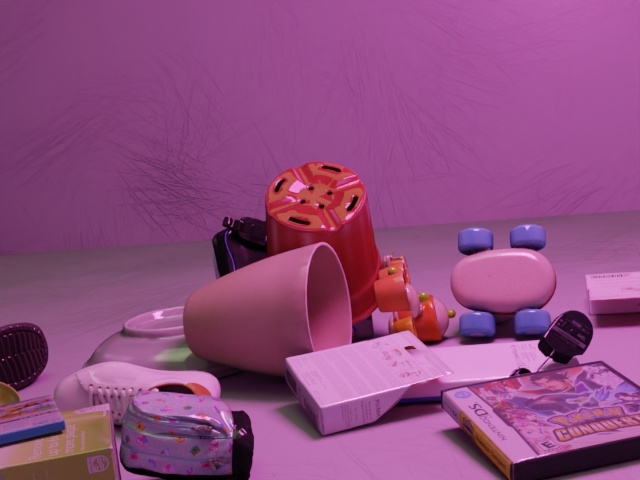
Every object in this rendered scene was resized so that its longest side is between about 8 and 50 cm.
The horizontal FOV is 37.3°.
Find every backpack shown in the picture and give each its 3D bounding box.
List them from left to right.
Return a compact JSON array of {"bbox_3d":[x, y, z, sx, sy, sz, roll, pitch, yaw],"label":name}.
[{"bbox_3d":[-0.188,0.275,1.325,0.182,0.115,0.152,7,0,-9],"label":"backpack"},{"bbox_3d":[-0.123,0.077,2.309,0.263,0.276,0.213,-7,-5,-28],"label":"backpack"}]

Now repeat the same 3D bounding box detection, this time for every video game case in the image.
[{"bbox_3d":[-0.417,0.246,1.291,0.119,0.015,0.166,-10,7,-21],"label":"video game case"},{"bbox_3d":[0.343,0.249,1.347,0.275,0.035,0.248,-8,16,-13],"label":"video game case"}]

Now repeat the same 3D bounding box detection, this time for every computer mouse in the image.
[{"bbox_3d":[0.365,0.198,1.527,0.071,0.041,0.242,37,57,19],"label":"computer mouse"}]

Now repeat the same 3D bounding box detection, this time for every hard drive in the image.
[{"bbox_3d":[0.278,0.224,1.644,0.319,0.040,0.210,-5,9,7],"label":"hard drive"}]

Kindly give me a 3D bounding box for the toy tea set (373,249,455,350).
[{"bbox_3d":[0.190,0.122,1.845,0.124,0.200,0.336,-13,4,9],"label":"toy tea set"}]

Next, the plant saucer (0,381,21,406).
[{"bbox_3d":[-0.646,0.307,1.651,0.241,0.037,0.241,4,19,-1],"label":"plant saucer"}]

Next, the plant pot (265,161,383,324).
[{"bbox_3d":[0.000,0.000,1.948,0.272,0.265,0.272,-3,47,3],"label":"plant pot"}]

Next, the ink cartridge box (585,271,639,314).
[{"bbox_3d":[0.708,0.115,1.972,0.296,0.066,0.261,-5,9,15],"label":"ink cartridge box"}]

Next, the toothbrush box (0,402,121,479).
[{"bbox_3d":[-0.408,0.320,1.245,0.283,0.122,0.206,-9,8,-12],"label":"toothbrush box"}]

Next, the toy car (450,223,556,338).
[{"bbox_3d":[0.390,0.109,1.991,0.210,0.219,0.238,-4,-20,15],"label":"toy car"}]

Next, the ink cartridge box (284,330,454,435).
[{"bbox_3d":[0.077,0.230,1.568,0.232,0.066,0.189,-7,20,-18],"label":"ink cartridge box"}]

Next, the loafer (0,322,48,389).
[{"bbox_3d":[-0.704,0.252,1.878,0.130,0.134,0.366,-3,9,34],"label":"loafer"}]

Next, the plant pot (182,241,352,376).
[{"bbox_3d":[-0.109,0.145,1.780,0.274,0.256,0.256,-7,8,18],"label":"plant pot"}]

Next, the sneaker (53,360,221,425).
[{"bbox_3d":[-0.322,0.264,1.600,0.290,0.106,0.123,-4,6,5],"label":"sneaker"}]

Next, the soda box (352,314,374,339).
[{"bbox_3d":[0.048,0.151,2.140,0.083,0.092,0.263,-10,9,-10],"label":"soda box"}]

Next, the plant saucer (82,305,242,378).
[{"bbox_3d":[-0.304,0.208,1.997,0.400,0.100,0.400,-7,8,1],"label":"plant saucer"}]
